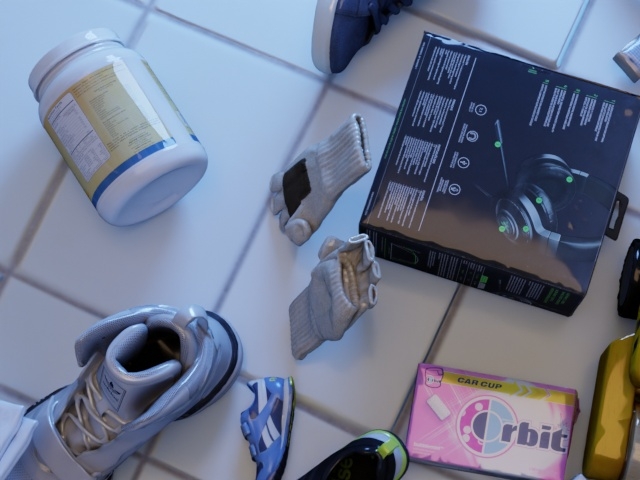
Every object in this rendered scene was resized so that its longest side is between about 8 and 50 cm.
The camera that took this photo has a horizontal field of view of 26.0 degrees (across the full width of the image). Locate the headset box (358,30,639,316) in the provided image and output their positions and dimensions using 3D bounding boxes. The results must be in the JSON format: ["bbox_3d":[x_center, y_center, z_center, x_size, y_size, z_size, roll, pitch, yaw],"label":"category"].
[{"bbox_3d":[0.214,-0.071,1.591,0.283,0.131,0.246,17,77,6],"label":"headset box"}]

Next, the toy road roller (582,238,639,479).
[{"bbox_3d":[0.413,0.128,1.476,0.203,0.240,0.329,11,77,6],"label":"toy road roller"}]

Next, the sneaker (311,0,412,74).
[{"bbox_3d":[0.117,-0.335,1.660,0.148,0.131,0.350,27,78,13],"label":"sneaker"}]

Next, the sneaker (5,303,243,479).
[{"bbox_3d":[-0.251,0.189,1.506,0.366,0.210,0.137,-37,77,-6],"label":"sneaker"}]

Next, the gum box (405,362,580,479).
[{"bbox_3d":[0.194,0.209,1.557,0.188,0.062,0.107,10,77,5],"label":"gum box"}]

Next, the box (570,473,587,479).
[{"bbox_3d":[0.279,0.348,1.514,0.126,0.072,0.137,-38,77,-7],"label":"box"}]

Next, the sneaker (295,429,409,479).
[{"bbox_3d":[-0.004,0.285,1.506,0.234,0.097,0.084,-46,77,13],"label":"sneaker"}]

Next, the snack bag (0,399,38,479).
[{"bbox_3d":[-0.500,0.291,1.469,0.323,0.037,0.342,10,58,36],"label":"snack bag"}]

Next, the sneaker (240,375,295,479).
[{"bbox_3d":[-0.064,0.222,1.572,0.059,0.053,0.144,6,68,3],"label":"sneaker"}]

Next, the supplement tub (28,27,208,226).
[{"bbox_3d":[-0.238,-0.133,1.619,0.144,0.144,0.199,-33,77,-5],"label":"supplement tub"}]

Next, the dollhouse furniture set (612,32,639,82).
[{"bbox_3d":[0.433,-0.332,1.594,0.286,0.198,0.303,-38,84,-7],"label":"dollhouse furniture set"}]

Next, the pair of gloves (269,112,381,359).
[{"bbox_3d":[0.000,0.000,1.554,0.042,0.204,0.240,5,70,-26],"label":"pair of gloves"}]
